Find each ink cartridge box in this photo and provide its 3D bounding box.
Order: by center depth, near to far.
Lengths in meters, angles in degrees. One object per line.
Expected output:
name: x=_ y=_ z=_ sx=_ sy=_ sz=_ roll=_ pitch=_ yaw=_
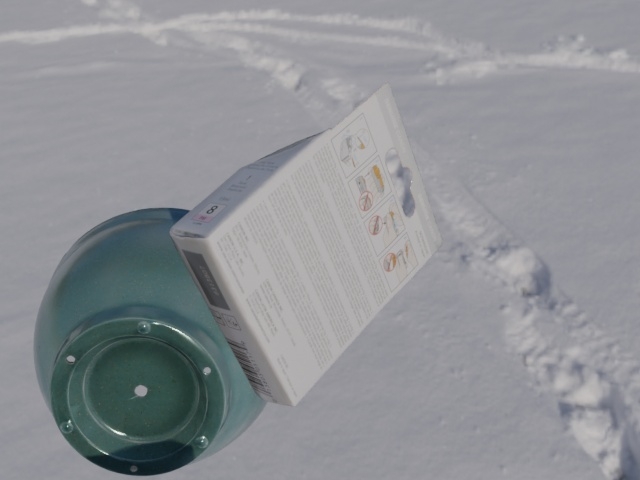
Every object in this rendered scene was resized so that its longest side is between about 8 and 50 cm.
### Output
ink cartridge box: x=0.000 y=0.000 z=0.719 sx=0.066 sy=0.189 sz=0.232 roll=9 pitch=44 yaw=41

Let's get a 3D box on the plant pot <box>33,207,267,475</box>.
plant pot: x=-0.179 y=0.130 z=0.893 sx=0.293 sy=0.292 sz=0.196 roll=-6 pitch=17 yaw=0
